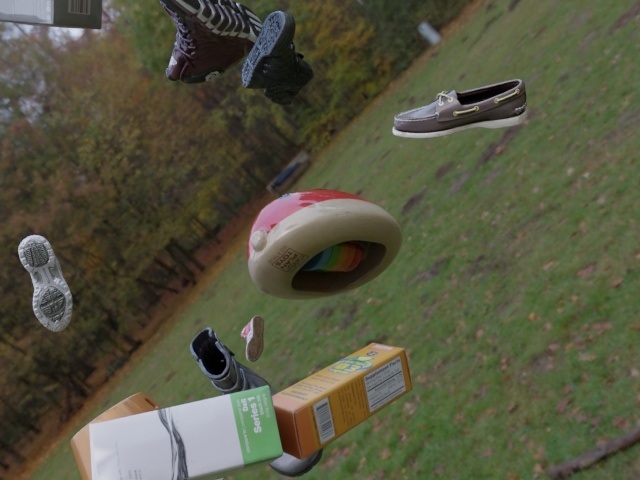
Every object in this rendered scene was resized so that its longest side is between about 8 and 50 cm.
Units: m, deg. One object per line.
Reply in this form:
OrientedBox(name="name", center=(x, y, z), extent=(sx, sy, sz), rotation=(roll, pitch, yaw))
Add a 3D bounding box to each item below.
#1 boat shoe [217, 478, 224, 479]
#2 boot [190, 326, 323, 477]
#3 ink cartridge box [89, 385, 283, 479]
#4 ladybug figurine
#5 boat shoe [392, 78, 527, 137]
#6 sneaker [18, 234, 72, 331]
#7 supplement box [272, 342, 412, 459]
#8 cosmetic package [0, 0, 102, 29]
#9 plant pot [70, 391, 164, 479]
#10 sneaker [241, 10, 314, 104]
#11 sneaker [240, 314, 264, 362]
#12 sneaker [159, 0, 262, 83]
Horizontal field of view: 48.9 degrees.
OrientedBox(name="boat shoe", center=(-0.342, 0.603, 1.725), extent=(0.098, 0.096, 0.277), rotation=(-41, -15, 32))
OrientedBox(name="boot", center=(-0.148, 0.326, 1.431), extent=(0.118, 0.223, 0.338), rotation=(-44, 40, -14))
OrientedBox(name="ink cartridge box", center=(-0.172, 0.261, 0.888), extent=(0.219, 0.093, 0.160), rotation=(-8, -20, -16))
OrientedBox(name="ladybug figurine", center=(0.000, 0.000, 1.564), extent=(0.305, 0.162, 0.449), rotation=(-42, -28, 23))
OrientedBox(name="boat shoe", center=(0.330, -0.316, 1.691), extent=(0.324, 0.097, 0.116), rotation=(-7, 31, 7))
OrientedBox(name="sneaker", center=(-0.639, 0.099, 1.667), extent=(0.090, 0.232, 0.115), rotation=(-13, 4, -12))
OrientedBox(name="supplement box", center=(0.029, 0.226, 1.023), extent=(0.233, 0.080, 0.078), rotation=(-18, 13, -41))
OrientedBox(name="cosmetic package", center=(-0.550, -0.466, 1.356), extent=(0.127, 0.238, 0.107), rotation=(-24, -55, -60))
OrientedBox(name="plant pot", center=(-0.442, 0.493, 1.645), extent=(0.291, 0.203, 0.291), rotation=(-35, -9, -7))
OrientedBox(name="sneaker", center=(-0.045, -0.234, 0.918), extent=(0.170, 0.089, 0.051), rotation=(-40, 53, 56))
OrientedBox(name="sneaker", center=(-0.167, 0.247, 1.708), extent=(0.067, 0.042, 0.118), rotation=(-43, 33, 50))
OrientedBox(name="sneaker", center=(-0.208, -0.316, 1.095), extent=(0.162, 0.106, 0.281), rotation=(-37, -25, 22))
